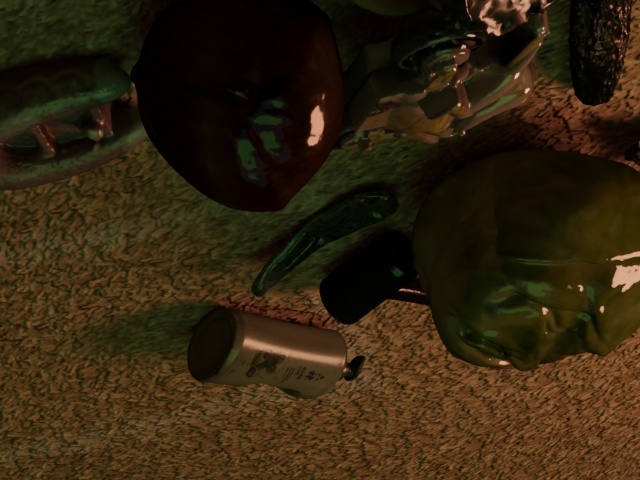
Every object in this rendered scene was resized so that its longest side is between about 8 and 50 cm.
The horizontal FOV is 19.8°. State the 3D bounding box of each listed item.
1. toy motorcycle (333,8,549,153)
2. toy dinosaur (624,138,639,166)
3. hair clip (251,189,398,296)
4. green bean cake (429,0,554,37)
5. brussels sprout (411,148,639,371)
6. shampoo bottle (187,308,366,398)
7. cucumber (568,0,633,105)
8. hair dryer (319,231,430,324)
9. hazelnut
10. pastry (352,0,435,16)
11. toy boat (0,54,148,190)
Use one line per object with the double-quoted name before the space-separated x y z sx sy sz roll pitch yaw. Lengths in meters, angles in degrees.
"toy motorcycle" 0.131 -0.166 1.865 0.223 0.107 0.340 -11 168 -17
"toy dinosaur" 0.469 -0.072 2.182 0.292 0.079 0.120 21 115 -39
"hair clip" 0.000 -0.002 2.208 0.229 0.036 0.066 -35 146 25
"green bean cake" 0.157 -0.304 1.591 0.222 0.125 0.227 -42 134 -4
"brussels sprout" 0.253 0.024 2.125 0.328 0.247 0.328 5 149 3
"shampoo bottle" -0.047 0.154 2.405 0.234 0.087 0.118 13 139 -34
"cucumber" 0.291 -0.216 1.914 0.068 0.067 0.293 -10 150 -1
"hair dryer" 0.132 0.055 2.334 0.255 0.070 0.128 8 145 -40
"hazelnut" -0.080 -0.149 1.799 0.229 0.229 0.229 -8 149 -5
"pastry" 0.084 -0.283 1.719 0.166 0.088 0.166 -10 151 -6
"toy boat" -0.292 -0.106 1.900 0.227 0.085 0.155 -14 150 6
